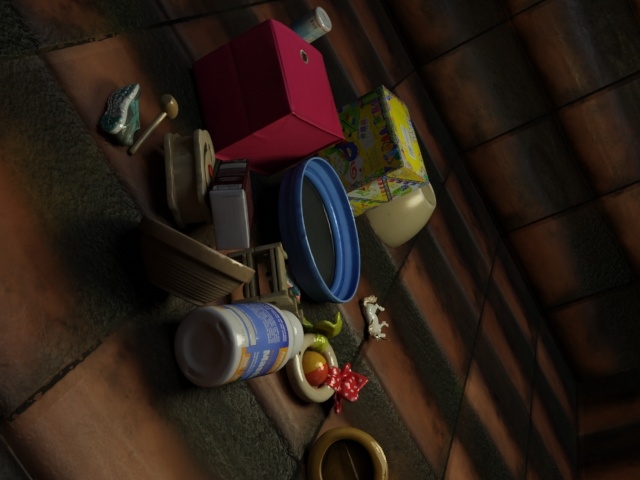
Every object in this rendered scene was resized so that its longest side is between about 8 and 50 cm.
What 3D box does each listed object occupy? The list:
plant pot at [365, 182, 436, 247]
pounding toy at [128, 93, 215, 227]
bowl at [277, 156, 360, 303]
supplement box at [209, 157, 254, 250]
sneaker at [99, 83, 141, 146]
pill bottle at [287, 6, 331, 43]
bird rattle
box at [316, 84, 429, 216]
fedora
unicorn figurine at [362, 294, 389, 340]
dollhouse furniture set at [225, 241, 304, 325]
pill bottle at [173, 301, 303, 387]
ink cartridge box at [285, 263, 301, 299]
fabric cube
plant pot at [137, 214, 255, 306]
[{"bbox_3d":[0.286,-0.140,2.413,0.284,0.191,0.284,42,35,-39],"label":"plant pot"},{"bbox_3d":[-0.310,-0.159,1.486,0.154,0.155,0.269,75,8,-76],"label":"pounding toy"},{"bbox_3d":[0.000,-0.024,1.843,0.391,0.077,0.391,-12,90,-69],"label":"bowl"},{"bbox_3d":[-0.189,-0.084,1.512,0.239,0.073,0.130,-95,-178,-68],"label":"supplement box"},{"bbox_3d":[-0.399,-0.256,1.429,0.076,0.065,0.166,64,25,-43],"label":"sneaker"},{"bbox_3d":[-0.050,-0.687,2.276,0.087,0.160,0.087,42,36,-40],"label":"pill bottle"},{"bbox_3d":[-0.009,0.302,1.654,0.207,0.143,0.253,-22,101,-52],"label":"bird rattle"},{"bbox_3d":[0.147,-0.272,2.169,0.177,0.279,0.289,22,51,-54],"label":"box"},{"bbox_3d":[0.057,0.517,1.556,0.079,0.194,0.194,100,-22,-68],"label":"fedora"},{"bbox_3d":[0.160,0.238,2.040,0.111,0.060,0.162,8,46,-59],"label":"unicorn figurine"},{"bbox_3d":[-0.124,0.113,1.576,0.183,0.129,0.129,68,12,-61],"label":"dollhouse furniture set"},{"bbox_3d":[-0.149,0.201,1.393,0.272,0.152,0.152,5,65,-60],"label":"pill bottle"},{"bbox_3d":[-0.077,0.121,1.722,0.063,0.029,0.115,47,32,-34],"label":"ink cartridge box"},{"bbox_3d":[-0.129,-0.348,1.753,0.254,0.259,0.258,16,56,-58],"label":"fabric cube"},{"bbox_3d":[-0.252,0.052,1.322,0.237,0.237,0.109,31,84,-49],"label":"plant pot"}]
